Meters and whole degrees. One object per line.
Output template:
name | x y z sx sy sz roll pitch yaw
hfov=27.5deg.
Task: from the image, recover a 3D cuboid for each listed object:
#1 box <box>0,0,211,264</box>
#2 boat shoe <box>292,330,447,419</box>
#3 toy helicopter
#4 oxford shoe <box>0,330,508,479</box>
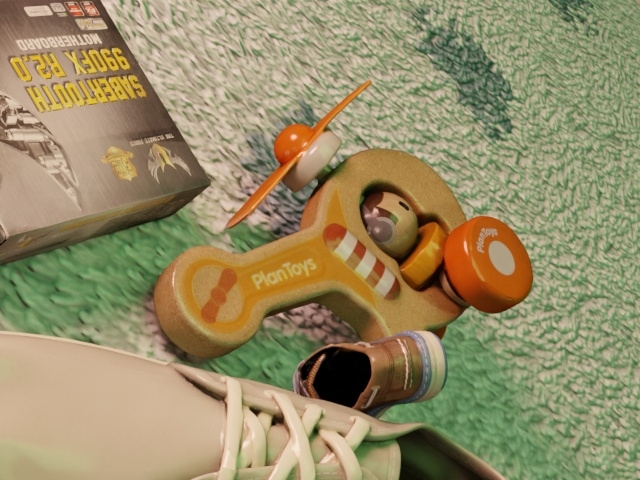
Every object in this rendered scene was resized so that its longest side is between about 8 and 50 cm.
box | -0.206 -0.086 0.951 0.183 0.056 0.231 58 32 8
boat shoe | 0.016 0.103 0.962 0.066 0.183 0.066 3 67 -30
toy helicopter | 0.000 0.000 1.076 0.355 0.140 0.235 -18 79 -46
oxford shoe | -0.038 0.151 0.846 0.449 0.130 0.169 24 43 -22
